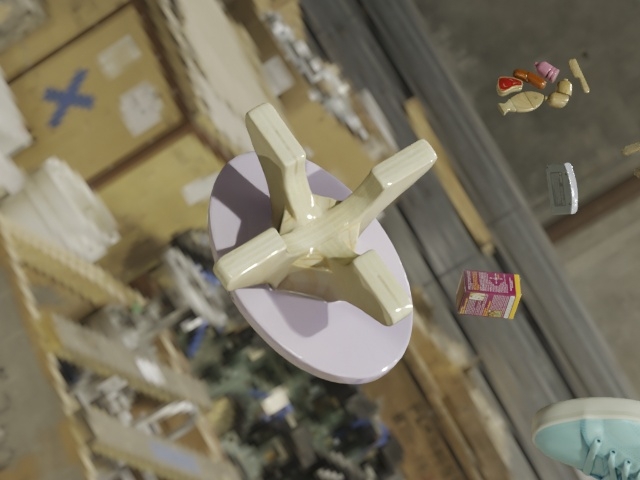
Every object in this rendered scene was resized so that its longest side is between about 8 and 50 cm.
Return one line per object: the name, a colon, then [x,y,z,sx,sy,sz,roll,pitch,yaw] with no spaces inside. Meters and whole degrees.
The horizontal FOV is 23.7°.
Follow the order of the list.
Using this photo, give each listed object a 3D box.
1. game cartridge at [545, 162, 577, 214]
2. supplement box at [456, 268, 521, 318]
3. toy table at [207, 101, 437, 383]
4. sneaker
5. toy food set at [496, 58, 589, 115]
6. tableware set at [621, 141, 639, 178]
game cartridge: [0.391,-0.084,2.465,0.056,0.017,0.083,2,-79,60]
supplement box: [0.241,0.078,2.198,0.055,0.083,0.043,103,-9,-47]
toy table: [0.000,0.000,1.536,0.274,0.252,0.161,44,-22,9]
sneaker: [0.454,0.321,2.065,0.135,0.366,0.150,85,23,-46]
toy food set: [0.277,-0.196,1.955,0.019,0.122,0.078,96,-20,-57]
tableware set: [0.407,-0.100,1.643,0.039,0.128,0.194,22,10,-31]
